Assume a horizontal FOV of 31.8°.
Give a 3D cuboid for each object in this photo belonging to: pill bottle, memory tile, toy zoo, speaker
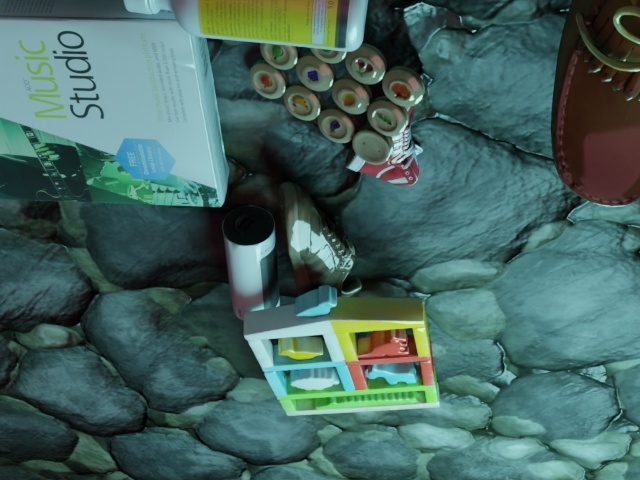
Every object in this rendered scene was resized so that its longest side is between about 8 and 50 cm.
[{"bbox_3d":[-0.054,-0.204,0.859,0.184,0.103,0.103,6,141,1],"label":"pill bottle"},{"bbox_3d":[0.011,-0.135,0.966,0.148,0.012,0.113,32,139,2],"label":"memory tile"},{"bbox_3d":[0.028,0.127,1.253,0.192,0.030,0.293,-5,151,7],"label":"toy zoo"},{"bbox_3d":[-0.072,0.026,1.180,0.055,0.055,0.136,4,140,4],"label":"speaker"}]

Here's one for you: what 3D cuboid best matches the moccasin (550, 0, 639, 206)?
[{"bbox_3d":[0.263,-0.173,0.749,0.139,0.147,0.380,26,126,-4],"label":"moccasin"}]

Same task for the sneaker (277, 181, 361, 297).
[{"bbox_3d":[0.000,0.000,1.145,0.071,0.066,0.188,-13,145,-2],"label":"sneaker"}]

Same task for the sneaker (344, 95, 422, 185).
[{"bbox_3d":[0.075,-0.092,1.023,0.067,0.042,0.118,23,146,-12],"label":"sneaker"}]

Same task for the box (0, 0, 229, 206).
[{"bbox_3d":[-0.255,-0.129,1.019,0.321,0.059,0.232,3,140,7],"label":"box"}]
